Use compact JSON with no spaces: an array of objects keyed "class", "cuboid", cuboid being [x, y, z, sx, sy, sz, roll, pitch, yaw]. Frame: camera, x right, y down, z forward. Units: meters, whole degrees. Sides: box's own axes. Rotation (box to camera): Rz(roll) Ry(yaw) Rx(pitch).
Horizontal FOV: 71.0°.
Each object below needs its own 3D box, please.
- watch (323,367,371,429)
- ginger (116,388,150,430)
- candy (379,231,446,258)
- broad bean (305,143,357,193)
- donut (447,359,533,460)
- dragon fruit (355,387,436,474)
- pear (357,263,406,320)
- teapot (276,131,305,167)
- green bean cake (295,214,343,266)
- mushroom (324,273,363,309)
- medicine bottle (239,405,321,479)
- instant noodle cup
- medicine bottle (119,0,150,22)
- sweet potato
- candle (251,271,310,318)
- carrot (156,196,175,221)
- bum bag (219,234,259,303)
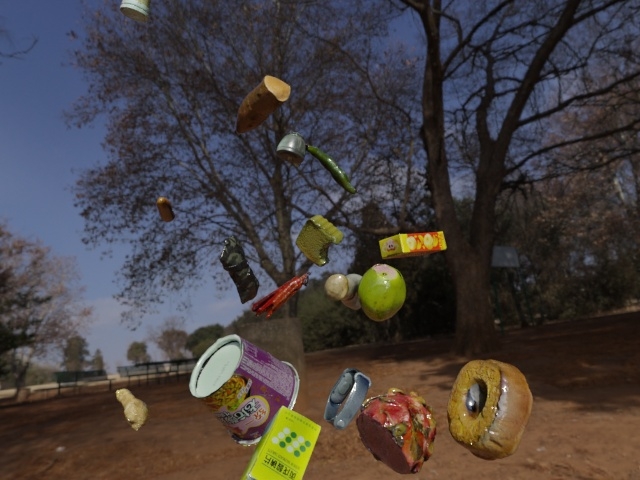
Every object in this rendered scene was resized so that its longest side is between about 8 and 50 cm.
[{"class":"watch","cuboid":[0.091,0.535,1.539,0.068,0.206,0.193,35,6,-10]},{"class":"ginger","cuboid":[-0.584,0.527,1.413,0.165,0.067,0.096,34,-11,46]},{"class":"candy","cuboid":[0.410,0.021,1.991,0.276,0.088,0.146,-4,-9,-33]},{"class":"broad bean","cuboid":[0.039,-0.286,1.732,0.043,0.297,0.060,-30,-20,-35]},{"class":"donut","cuboid":[0.560,0.554,1.504,0.150,0.317,0.299,31,-55,-19]},{"class":"dragon fruit","cuboid":[0.311,0.703,1.749,0.263,0.296,0.314,-33,20,-29]},{"class":"pear","cuboid":[0.223,0.205,1.659,0.187,0.220,0.187,11,23,-5]},{"class":"teapot","cuboid":[-0.094,-0.357,1.743,0.111,0.108,0.149,3,-18,45]},{"class":"green bean cake","cuboid":[0.000,0.000,2.531,0.124,0.233,0.236,-32,-20,-51]},{"class":"mushroom","cuboid":[0.121,0.221,1.955,0.122,0.159,0.328,-12,-12,21]},{"class":"medicine bottle","cuboid":[-0.119,0.610,1.248,0.137,0.250,0.141,33,-57,1]},{"class":"instant noodle cup","cuboid":[-0.287,0.517,1.605,0.339,0.340,0.266,-19,-53,34]},{"class":"medicine bottle","cuboid":[-0.475,-0.707,1.205,0.073,0.218,0.074,12,-3,1]},{"class":"sweet potato","cuboid":[-0.255,-0.518,1.763,0.131,0.131,0.336,8,-22,-40]},{"class":"candle","cuboid":[-0.157,0.219,1.840,0.301,0.084,0.059,-39,-6,12]},{"class":"carrot","cuboid":[-0.479,-0.102,1.387,0.048,0.048,0.139,-3,-18,-13]},{"class":"bum bag","cuboid":[-0.364,0.138,2.030,0.095,0.144,0.341,-1,-54,25]}]
